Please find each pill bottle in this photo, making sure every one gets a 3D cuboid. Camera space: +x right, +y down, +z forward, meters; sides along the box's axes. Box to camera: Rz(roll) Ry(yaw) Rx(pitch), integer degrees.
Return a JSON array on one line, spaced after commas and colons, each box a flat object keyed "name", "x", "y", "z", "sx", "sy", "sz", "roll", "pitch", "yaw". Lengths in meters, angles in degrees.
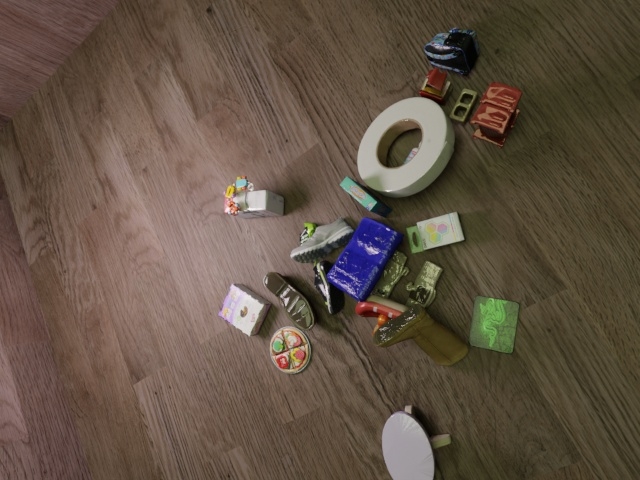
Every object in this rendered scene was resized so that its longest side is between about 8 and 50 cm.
[{"name": "pill bottle", "x": 0.372, "y": -0.300, "z": 1.639, "sx": 0.087, "sy": 0.087, "sz": 0.160, "roll": 37, "pitch": 101, "yaw": 22}]

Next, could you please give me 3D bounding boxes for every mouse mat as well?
[{"name": "mouse mat", "x": 0.621, "y": 0.301, "z": 1.524, "sx": 0.153, "sy": 0.007, "sz": 0.189, "roll": 8, "pitch": 88, "yaw": 25}]

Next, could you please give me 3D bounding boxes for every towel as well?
[{"name": "towel", "x": 0.162, "y": 0.065, "z": 1.644, "sx": 0.228, "sy": 0.076, "sz": 0.308, "roll": 27, "pitch": 87, "yaw": 53}]

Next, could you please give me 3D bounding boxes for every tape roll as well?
[{"name": "tape roll", "x": 0.313, "y": -0.350, "z": 1.602, "sx": 0.393, "sy": 0.072, "sz": 0.391, "roll": -19, "pitch": 60, "yaw": 37}]

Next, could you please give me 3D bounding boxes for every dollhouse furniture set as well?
[{"name": "dollhouse furniture set", "x": 0.511, "y": -0.487, "z": 1.528, "sx": 0.375, "sy": 0.201, "sz": 0.152, "roll": 28, "pitch": 98, "yaw": 23}]

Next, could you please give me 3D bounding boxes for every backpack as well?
[{"name": "backpack", "x": 0.487, "y": -0.712, "z": 1.590, "sx": 0.173, "sy": 0.158, "sz": 0.116, "roll": 27, "pitch": 89, "yaw": 36}]

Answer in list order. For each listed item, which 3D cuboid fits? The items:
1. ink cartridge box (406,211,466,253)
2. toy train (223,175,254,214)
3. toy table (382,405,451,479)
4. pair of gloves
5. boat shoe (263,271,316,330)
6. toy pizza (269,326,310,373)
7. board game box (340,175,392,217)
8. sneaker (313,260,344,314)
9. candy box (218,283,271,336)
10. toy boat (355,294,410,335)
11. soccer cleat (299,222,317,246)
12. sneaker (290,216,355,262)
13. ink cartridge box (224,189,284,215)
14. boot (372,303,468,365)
[{"name": "ink cartridge box", "x": 0.429, "y": -0.026, "z": 1.606, "sx": 0.210, "sy": 0.062, "sz": 0.108, "roll": -15, "pitch": 80, "yaw": 23}, {"name": "toy train", "x": -0.344, "y": -0.193, "z": 1.810, "sx": 0.166, "sy": 0.046, "sz": 0.125, "roll": -46, "pitch": 67, "yaw": 14}, {"name": "toy table", "x": 0.334, "y": 0.742, "z": 1.536, "sx": 0.253, "sy": 0.161, "sz": 0.273, "roll": -2, "pitch": 86, "yaw": 24}, {"name": "pair of gloves", "x": 0.336, "y": 0.157, "z": 1.647, "sx": 0.240, "sy": 0.042, "sz": 0.203, "roll": 20, "pitch": 98, "yaw": 26}, {"name": "boat shoe", "x": -0.114, "y": 0.251, "z": 1.814, "sx": 0.111, "sy": 0.104, "sz": 0.307, "roll": -42, "pitch": 69, "yaw": 7}, {"name": "toy pizza", "x": -0.137, "y": 0.476, "z": 1.842, "sx": 0.202, "sy": 0.032, "sz": 0.200, "roll": -2, "pitch": 85, "yaw": 25}, {"name": "board game box", "x": 0.180, "y": -0.165, "z": 1.650, "sx": 0.160, "sy": 0.210, "sz": 0.047, "roll": 44, "pitch": 104, "yaw": 20}, {"name": "sneaker", "x": 0.027, "y": 0.196, "z": 1.779, "sx": 0.097, "sy": 0.084, "sz": 0.234, "roll": -24, "pitch": 74, "yaw": 46}, {"name": "candy box", "x": -0.343, "y": 0.313, "z": 1.929, "sx": 0.196, "sy": 0.070, "sz": 0.164, "roll": 28, "pitch": 97, "yaw": 24}, {"name": "toy boat", "x": 0.238, "y": 0.303, "z": 1.608, "sx": 0.231, "sy": 0.151, "sz": 0.151, "roll": 18, "pitch": 74, "yaw": 26}, {"name": "soccer cleat", "x": -0.063, "y": 0.010, "z": 1.837, "sx": 0.073, "sy": 0.060, "sz": 0.178, "roll": 16, "pitch": 89, "yaw": 39}, {"name": "sneaker", "x": 0.000, "y": 0.000, "z": 1.774, "sx": 0.282, "sy": 0.105, "sz": 0.115, "roll": -26, "pitch": 58, "yaw": -3}, {"name": "ink cartridge box", "x": -0.292, "y": -0.158, "z": 1.892, "sx": 0.218, "sy": 0.159, "sz": 0.092, "roll": -4, "pitch": 81, "yaw": 24}, {"name": "boot", "x": 0.357, "y": 0.371, "z": 1.519, "sx": 0.236, "sy": 0.089, "sz": 0.269, "roll": -38, "pitch": 114, "yaw": 23}]
